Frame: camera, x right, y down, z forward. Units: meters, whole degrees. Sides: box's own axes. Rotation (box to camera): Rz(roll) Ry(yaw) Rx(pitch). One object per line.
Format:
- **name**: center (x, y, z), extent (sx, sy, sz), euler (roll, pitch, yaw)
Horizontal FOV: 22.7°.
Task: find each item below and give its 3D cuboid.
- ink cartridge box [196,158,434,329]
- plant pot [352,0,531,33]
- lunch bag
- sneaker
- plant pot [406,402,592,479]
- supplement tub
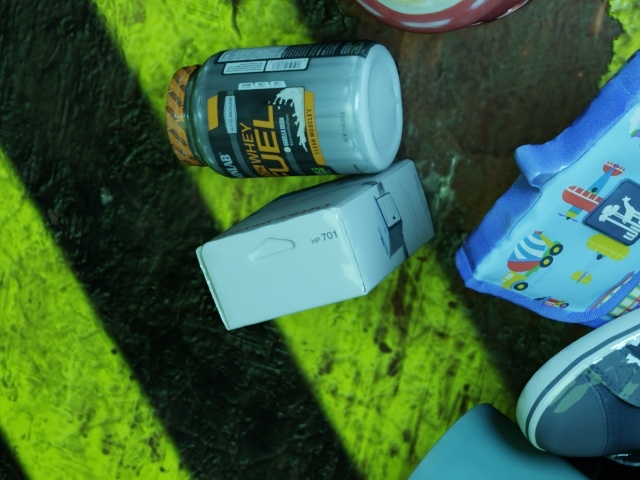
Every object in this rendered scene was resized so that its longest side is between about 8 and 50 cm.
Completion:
- **ink cartridge box**: center (0.000, 0.000, 1.386), extent (0.139, 0.190, 0.082), euler (-15, 100, 25)
- **plant pot**: center (0.098, -0.260, 1.278), extent (0.191, 0.174, 0.191), euler (7, 109, 22)
- **lunch bag**: center (0.239, -0.045, 1.211), extent (0.221, 0.293, 0.138), euler (-48, 55, 26)
- **sneaker**: center (0.319, 0.114, 1.245), extent (0.321, 0.127, 0.126), euler (-19, 137, -8)
- **plant pot**: center (0.167, 0.322, 1.347), extent (0.235, 0.293, 0.293), euler (30, 115, 20)
- **supplement tub**: center (-0.032, -0.114, 1.405), extent (0.190, 0.117, 0.117), euler (-2, 106, 22)
